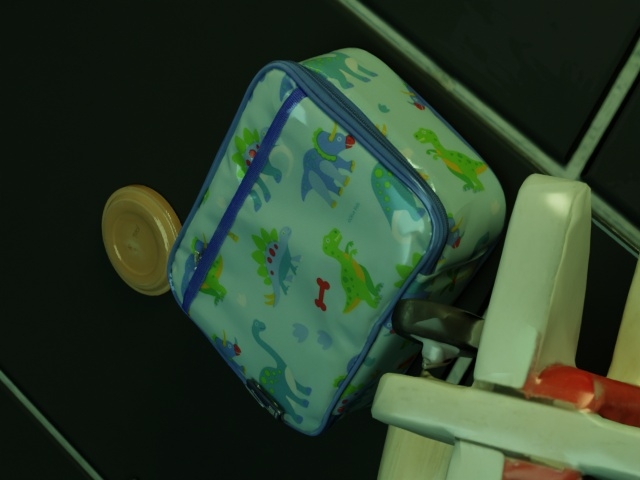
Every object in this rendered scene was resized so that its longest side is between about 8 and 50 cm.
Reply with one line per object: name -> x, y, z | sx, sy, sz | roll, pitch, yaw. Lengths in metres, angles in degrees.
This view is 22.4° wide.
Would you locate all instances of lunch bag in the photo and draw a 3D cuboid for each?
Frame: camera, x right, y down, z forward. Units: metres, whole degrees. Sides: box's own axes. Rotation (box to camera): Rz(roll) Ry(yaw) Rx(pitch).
lunch bag -> 0.000, 0.000, 1.011 | 0.176, 0.090, 0.219 | 48, 131, 21

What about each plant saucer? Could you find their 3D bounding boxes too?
plant saucer -> -0.131, 0.001, 1.179 | 0.083, 0.013, 0.083 | 16, 116, 36

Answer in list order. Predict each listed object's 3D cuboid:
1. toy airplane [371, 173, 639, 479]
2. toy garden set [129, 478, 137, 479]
toy airplane -> 0.153, 0.110, 0.738 | 0.272, 0.384, 0.386 | 16, 126, 3
toy garden set -> -0.177, 0.337, 1.312 | 0.244, 0.049, 0.204 | -44, 70, 43
